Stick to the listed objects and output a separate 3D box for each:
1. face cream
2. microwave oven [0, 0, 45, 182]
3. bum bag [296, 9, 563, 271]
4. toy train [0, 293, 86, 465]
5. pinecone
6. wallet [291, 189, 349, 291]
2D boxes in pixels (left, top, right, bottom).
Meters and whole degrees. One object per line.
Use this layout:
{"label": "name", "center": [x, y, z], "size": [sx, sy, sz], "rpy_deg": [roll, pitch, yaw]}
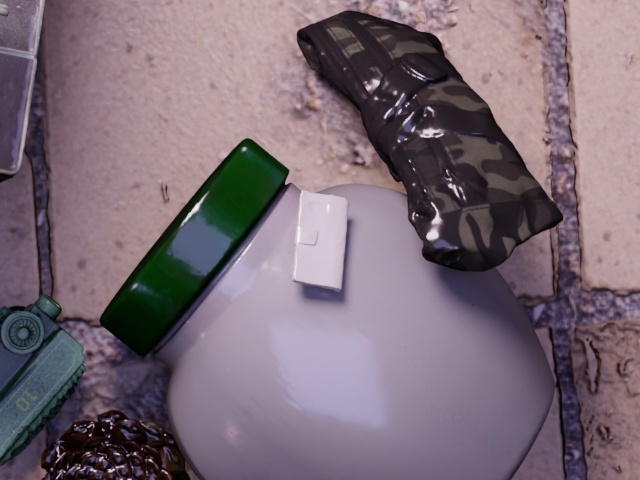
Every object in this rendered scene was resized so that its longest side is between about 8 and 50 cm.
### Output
{"label": "face cream", "center": [0.008, 0.099, 1.499], "size": [0.357, 0.219, 0.312], "rpy_deg": [39, 78, -5]}
{"label": "microwave oven", "center": [-0.349, -0.267, 1.378], "size": [0.236, 0.374, 0.432], "rpy_deg": [10, 83, -18]}
{"label": "bum bag", "center": [0.096, -0.099, 1.505], "size": [0.144, 0.340, 0.095], "rpy_deg": [-6, 133, -23]}
{"label": "toy train", "center": [-0.279, 0.131, 1.532], "size": [0.099, 0.070, 0.172], "rpy_deg": [43, 82, -13]}
{"label": "pinecone", "center": [-0.181, 0.216, 1.517], "size": [0.140, 0.121, 0.140], "rpy_deg": [-1, 93, -11]}
{"label": "wallet", "center": [0.000, 0.000, 1.400], "size": [0.044, 0.011, 0.083], "rpy_deg": [11, 64, -14]}
